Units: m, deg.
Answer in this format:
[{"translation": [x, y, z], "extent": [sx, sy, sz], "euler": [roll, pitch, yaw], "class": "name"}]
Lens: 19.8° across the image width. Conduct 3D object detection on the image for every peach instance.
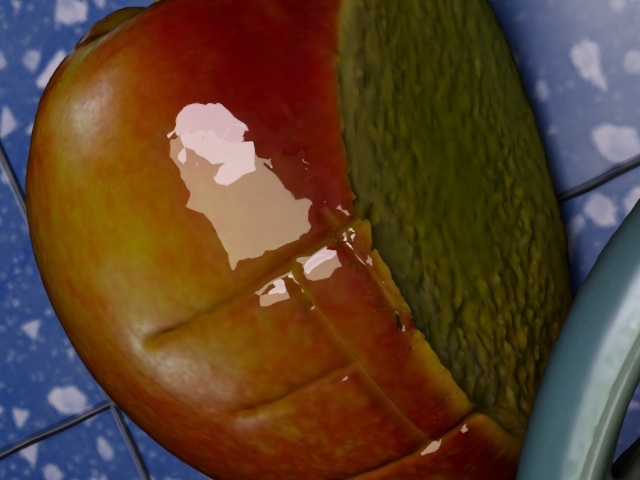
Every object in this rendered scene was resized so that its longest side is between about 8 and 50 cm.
[{"translation": [0.000, 0.000, 0.822], "extent": [0.245, 0.249, 0.274], "euler": [-20, 103, 56], "class": "peach"}]

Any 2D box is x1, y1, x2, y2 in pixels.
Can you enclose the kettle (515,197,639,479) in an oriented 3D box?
[{"translation": [0.238, 0.095, 0.719], "extent": [0.319, 0.247, 0.342], "euler": [37, 100, -10], "class": "kettle"}]
